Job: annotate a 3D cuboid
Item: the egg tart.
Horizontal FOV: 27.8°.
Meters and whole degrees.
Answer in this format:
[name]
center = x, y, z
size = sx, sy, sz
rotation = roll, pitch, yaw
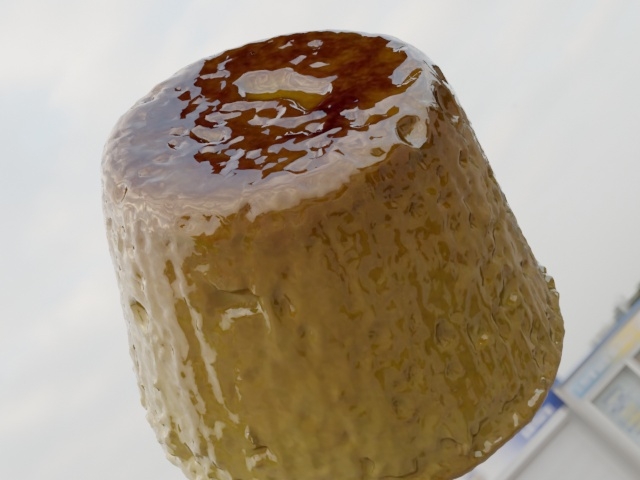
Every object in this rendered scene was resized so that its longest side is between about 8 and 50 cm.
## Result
[egg tart]
center = 0.000, 0.000, 0.563
size = 0.202, 0.203, 0.147
rotation = -38, -51, -31
